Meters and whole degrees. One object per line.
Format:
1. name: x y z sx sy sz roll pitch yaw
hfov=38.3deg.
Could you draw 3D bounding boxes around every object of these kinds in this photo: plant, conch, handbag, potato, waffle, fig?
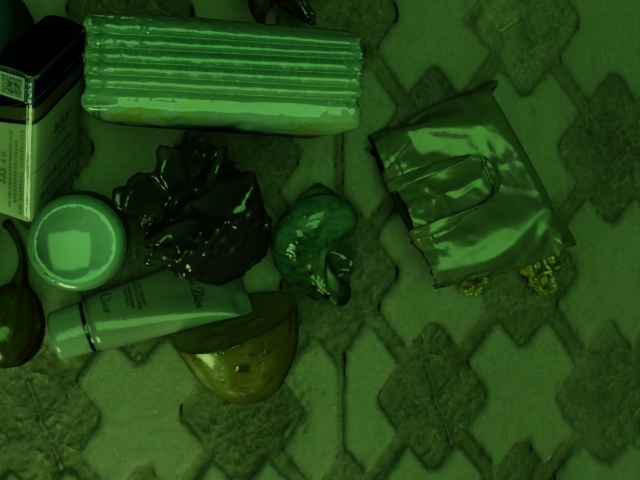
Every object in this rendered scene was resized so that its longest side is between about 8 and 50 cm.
1. plant: -0.189 -0.048 1.381 0.199 0.276 0.188 -42 69 -3
2. conch: -0.002 0.002 1.509 0.176 0.122 0.188 17 91 -40
3. handbag: 0.245 -0.086 1.537 0.253 0.109 0.316 -23 81 -4
4. potato: -0.117 0.188 1.489 0.203 0.178 0.158 -34 118 -30
5. waffle: 0.327 0.036 1.603 0.194 0.051 0.149 11 90 -10
6. fig: -0.485 0.083 1.447 0.124 0.124 0.236 7 75 -11

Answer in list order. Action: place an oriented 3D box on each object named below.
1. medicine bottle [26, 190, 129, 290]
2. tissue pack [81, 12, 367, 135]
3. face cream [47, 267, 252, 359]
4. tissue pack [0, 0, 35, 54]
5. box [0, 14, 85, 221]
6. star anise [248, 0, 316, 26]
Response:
1. medicine bottle: -0.359 -0.005 1.390 0.139 0.225 0.139 -1 95 -10
2. tissue pack: -0.151 -0.241 1.377 0.388 0.287 0.162 2 96 -11
3. face cream: -0.276 0.108 1.483 0.314 0.089 0.143 -17 54 -9
4. tissue pack: -0.513 -0.291 1.306 0.206 0.287 0.198 31 85 -6
5. box: -0.408 -0.176 1.336 0.071 0.168 0.259 18 129 3
6. star anise: -0.096 -0.436 1.450 0.272 0.102 0.272 14 64 -32
